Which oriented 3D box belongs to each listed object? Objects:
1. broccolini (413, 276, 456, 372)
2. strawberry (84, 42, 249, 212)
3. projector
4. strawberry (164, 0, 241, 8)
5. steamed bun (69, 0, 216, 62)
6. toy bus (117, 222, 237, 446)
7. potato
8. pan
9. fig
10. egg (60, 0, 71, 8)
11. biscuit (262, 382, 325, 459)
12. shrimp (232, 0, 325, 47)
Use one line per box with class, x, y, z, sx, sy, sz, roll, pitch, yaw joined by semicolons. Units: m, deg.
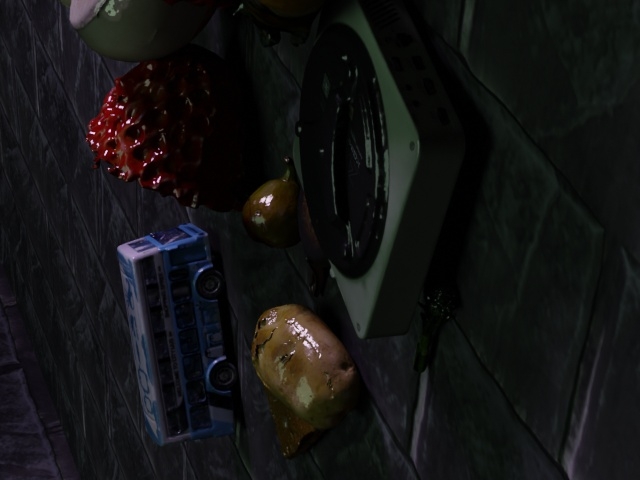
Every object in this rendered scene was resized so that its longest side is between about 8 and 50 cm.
broccolini;0.106;0.084;1.440;0.035;0.030;0.140;29;146;17
strawberry;-0.159;-0.147;1.893;0.178;0.234;0.234;-62;33;16
projector;0.038;-0.083;1.407;0.259;0.079;0.257;104;154;-45
strawberry;-0.157;-0.349;1.541;0.336;0.149;0.265;-74;-21;-57
steamed bun;-0.185;-0.310;1.808;0.232;0.145;0.232;-46;29;36
toy bus;-0.199;0.134;2.177;0.106;0.131;0.297;-153;53;-66
potato;-0.019;0.138;1.717;0.170;0.080;0.107;49;132;35
pan;-0.003;0.001;1.672;0.212;0.040;0.115;108;151;-55
fig;-0.045;-0.039;1.730;0.082;0.098;0.084;20;169;28
egg;-0.288;-0.418;1.996;0.201;0.201;0.244;110;154;-57
biscuit;-0.026;0.182;1.870;0.231;0.025;0.131;126;131;-66
shrimp;-0.062;-0.301;1.367;0.445;0.085;0.272;90;158;-77
